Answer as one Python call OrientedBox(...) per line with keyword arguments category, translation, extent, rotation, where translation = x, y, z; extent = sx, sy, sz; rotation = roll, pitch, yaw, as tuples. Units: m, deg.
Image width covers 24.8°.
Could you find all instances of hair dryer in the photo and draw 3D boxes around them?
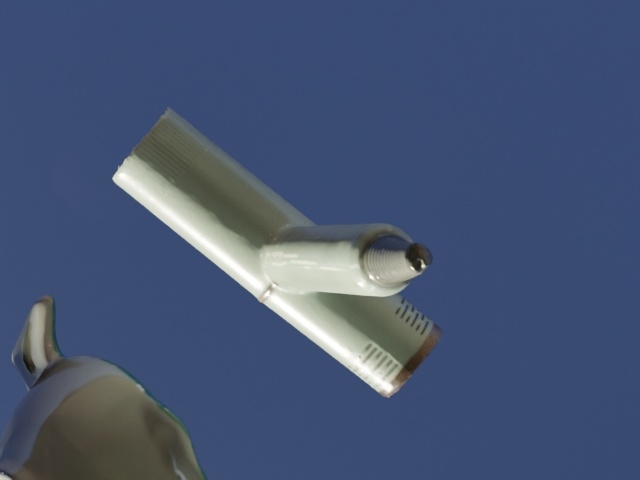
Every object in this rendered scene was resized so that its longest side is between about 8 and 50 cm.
OrientedBox(category="hair dryer", translation=(-0.006, -0.005, 0.563), extent=(0.155, 0.183, 0.044), rotation=(37, -103, -2))

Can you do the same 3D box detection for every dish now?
OrientedBox(category="dish", translation=(-0.147, 0.157, 0.848), extent=(0.078, 0.224, 0.246), rotation=(-18, -115, -35))
